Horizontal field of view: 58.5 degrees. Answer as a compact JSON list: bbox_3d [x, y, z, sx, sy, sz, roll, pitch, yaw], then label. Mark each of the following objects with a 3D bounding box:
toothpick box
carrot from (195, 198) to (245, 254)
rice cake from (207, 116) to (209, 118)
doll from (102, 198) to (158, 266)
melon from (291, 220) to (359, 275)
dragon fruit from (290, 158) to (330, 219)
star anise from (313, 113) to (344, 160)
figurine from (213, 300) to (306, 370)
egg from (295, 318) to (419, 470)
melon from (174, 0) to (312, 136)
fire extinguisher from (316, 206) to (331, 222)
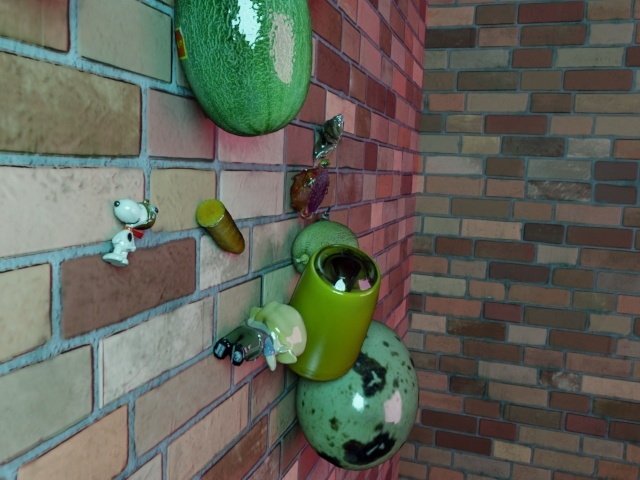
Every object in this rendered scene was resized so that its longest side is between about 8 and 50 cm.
[{"bbox_3d":[0.021,0.138,1.140,0.175,0.175,0.271,-63,173,-49],"label":"toothpick box"},{"bbox_3d":[-0.149,-0.011,0.905,0.139,0.048,0.048,65,34,-59],"label":"carrot"},{"bbox_3d":[-0.126,-0.230,0.938,0.211,0.034,0.043,-41,125,-64],"label":"rice cake"},{"bbox_3d":[-0.225,-0.011,0.682,0.058,0.040,0.085,13,78,-59],"label":"doll"},{"bbox_3d":[0.009,0.026,1.252,0.192,0.139,0.139,-17,111,-55],"label":"melon"},{"bbox_3d":[-0.031,-0.109,1.222,0.112,0.068,0.126,-49,154,-44],"label":"dragon fruit"},{"bbox_3d":[0.024,-0.248,1.368,0.124,0.056,0.129,-65,175,23],"label":"star anise"},{"bbox_3d":[-0.101,0.178,1.010,0.196,0.114,0.108,-22,116,-62],"label":"figurine"},{"bbox_3d":[0.089,0.350,1.346,0.379,0.287,0.288,-66,154,-59],"label":"egg"},{"bbox_3d":[-0.102,-0.284,0.761,0.182,0.182,0.288,-37,126,-66],"label":"melon"},{"bbox_3d":[0.000,0.000,1.373,0.064,0.043,0.158,127,-21,-64],"label":"fire extinguisher"}]
